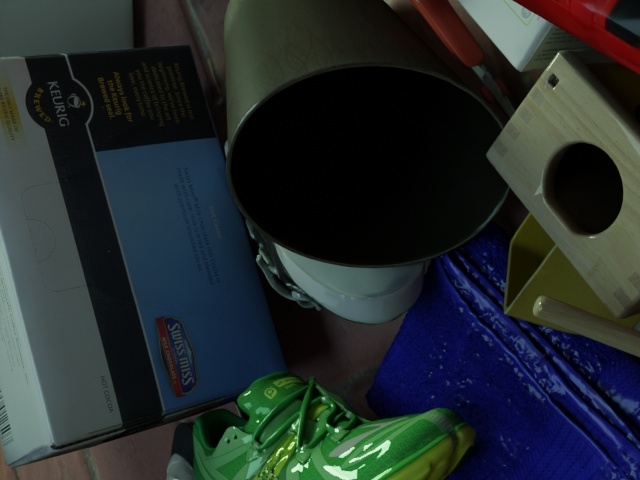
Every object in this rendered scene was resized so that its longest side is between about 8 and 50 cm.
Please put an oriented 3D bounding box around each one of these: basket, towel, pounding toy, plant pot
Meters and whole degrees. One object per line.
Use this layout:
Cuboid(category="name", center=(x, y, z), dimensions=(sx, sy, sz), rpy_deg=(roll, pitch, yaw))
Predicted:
Cuboid(category="basket", center=(0.008, -0.111, 0.699), dimensions=(0.154, 0.204, 0.227), rpy_deg=(-62, 31, 29))
Cuboid(category="towel", center=(0.156, 0.158, 0.685), dimensions=(0.308, 0.076, 0.227), rpy_deg=(50, 134, 32))
Cuboid(category="pounding toy", center=(0.192, -0.009, 0.508), dimensions=(0.206, 0.181, 0.094), rpy_deg=(56, 137, 26))
Cuboid(category="plant pot", center=(0.176, 0.013, 0.610), dimensions=(0.083, 0.081, 0.081), rpy_deg=(23, 130, -4))

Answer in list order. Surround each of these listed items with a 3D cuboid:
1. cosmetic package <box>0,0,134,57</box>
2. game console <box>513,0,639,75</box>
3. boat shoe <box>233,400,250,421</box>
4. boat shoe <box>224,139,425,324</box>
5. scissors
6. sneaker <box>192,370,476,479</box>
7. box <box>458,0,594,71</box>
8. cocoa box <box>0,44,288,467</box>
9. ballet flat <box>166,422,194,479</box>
Cuboid(category="cosmetic package", center=(-0.439, -0.191, 1.144), dimensions=(0.327, 0.329, 0.393), rpy_deg=(25, 119, 50))
Cuboid(category="game console", center=(0.221, -0.258, 0.411), dimensions=(0.342, 0.060, 0.386), rpy_deg=(42, 109, 31))
Cuboid(category="boat shoe", center=(-0.079, 0.159, 1.014), dimensions=(0.137, 0.043, 0.049), rpy_deg=(62, 142, 22))
Cuboid(category="boat shoe", center=(-0.004, 0.001, 0.798), dimensions=(0.306, 0.113, 0.105), rpy_deg=(42, 147, 52))
Cuboid(category="scissors", center=(0.102, -0.112, 0.619), dimensions=(0.021, 0.109, 0.297), rpy_deg=(-35, 84, 8))
Cuboid(category="sneaker", center=(-0.014, 0.163, 0.747), dimensions=(0.296, 0.109, 0.123), rpy_deg=(-20, 84, 42))
Cuboid(category="box", center=(0.127, -0.214, 0.592), dimensions=(0.203, 0.114, 0.103), rpy_deg=(57, 139, 26))
Cuboid(category="cocoa box", center=(-0.215, 0.017, 0.928), dimensions=(0.231, 0.228, 0.347), rpy_deg=(-32, 72, 58))
Cuboid(category="ballet flat", center=(-0.140, 0.300, 1.107), dimensions=(0.203, 0.074, 0.074), rpy_deg=(53, 136, 30))
